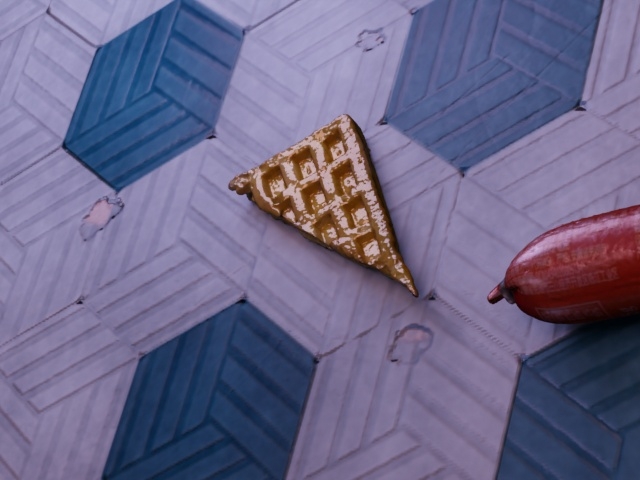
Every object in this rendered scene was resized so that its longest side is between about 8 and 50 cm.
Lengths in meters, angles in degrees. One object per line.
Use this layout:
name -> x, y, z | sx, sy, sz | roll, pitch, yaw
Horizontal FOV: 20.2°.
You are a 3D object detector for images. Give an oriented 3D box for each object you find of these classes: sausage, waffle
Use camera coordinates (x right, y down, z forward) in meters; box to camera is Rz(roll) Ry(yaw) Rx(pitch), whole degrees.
sausage -> 0.232, 0.005, 1.149 | 0.274, 0.074, 0.074 | -13, 54, 28
waffle -> 0.000, 0.000, 1.341 | 0.125, 0.032, 0.191 | -28, 47, 15
